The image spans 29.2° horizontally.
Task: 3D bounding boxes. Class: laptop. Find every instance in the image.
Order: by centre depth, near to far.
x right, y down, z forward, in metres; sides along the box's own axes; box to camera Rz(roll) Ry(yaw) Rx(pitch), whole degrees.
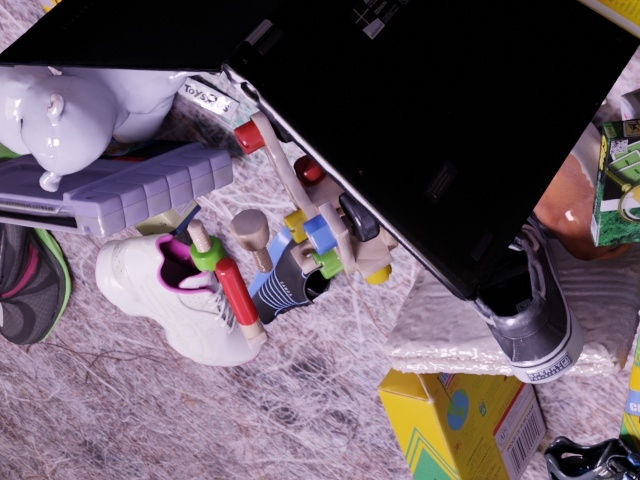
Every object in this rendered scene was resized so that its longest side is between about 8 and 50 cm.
[{"bbox_3d":[0.014,-0.177,1.095,0.408,0.382,0.236,43,146,-8],"label":"laptop"}]

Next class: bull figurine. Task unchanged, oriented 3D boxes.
[{"bbox_3d":[0.231,-0.107,1.224,0.188,0.101,0.310,-23,119,45],"label":"bull figurine"}]

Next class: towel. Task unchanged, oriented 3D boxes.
[{"bbox_3d":[0.218,0.074,1.345,0.282,0.187,0.049,-1,131,34],"label":"towel"}]

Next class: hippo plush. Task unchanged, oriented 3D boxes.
[{"bbox_3d":[-0.286,-0.158,1.510,0.294,0.236,0.234,29,144,14],"label":"hippo plush"}]

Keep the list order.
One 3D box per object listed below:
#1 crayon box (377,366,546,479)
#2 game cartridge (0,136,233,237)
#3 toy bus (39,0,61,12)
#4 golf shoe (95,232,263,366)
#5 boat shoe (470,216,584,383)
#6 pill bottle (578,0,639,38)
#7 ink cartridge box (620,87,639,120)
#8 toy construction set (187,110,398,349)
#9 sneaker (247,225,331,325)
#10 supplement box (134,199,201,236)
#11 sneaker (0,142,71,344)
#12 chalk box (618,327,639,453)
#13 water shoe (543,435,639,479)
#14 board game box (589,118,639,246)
[{"bbox_3d":[0.178,0.194,1.533,0.081,0.202,0.318,9,135,36],"label":"crayon box"},{"bbox_3d":[-0.310,-0.080,1.619,0.355,0.230,0.068,7,118,42],"label":"game cartridge"},{"bbox_3d":[-0.282,-0.384,1.256,0.130,0.108,0.332,18,148,31],"label":"toy bus"},{"bbox_3d":[-0.177,0.089,1.771,0.140,0.115,0.306,-22,136,38],"label":"golf shoe"},{"bbox_3d":[0.181,0.023,1.284,0.113,0.306,0.105,-29,119,14],"label":"boat shoe"},{"bbox_3d":[0.275,-0.235,1.028,0.215,0.117,0.117,33,145,6],"label":"pill bottle"},{"bbox_3d":[0.357,-0.076,1.124,0.145,0.045,0.179,-20,124,0],"label":"ink cartridge box"},{"bbox_3d":[0.000,0.000,1.405,0.257,0.309,0.237,24,149,33],"label":"toy construction set"},{"bbox_3d":[-0.040,0.064,1.680,0.090,0.081,0.232,40,145,10],"label":"sneaker"},{"bbox_3d":[-0.231,-0.047,1.745,0.083,0.056,0.083,48,144,-14],"label":"supplement box"},{"bbox_3d":[-0.526,0.015,1.951,0.185,0.202,0.482,26,143,18],"label":"sneaker"},{"bbox_3d":[0.423,0.109,1.233,0.180,0.179,0.289,20,142,24],"label":"chalk box"},{"bbox_3d":[0.319,0.247,1.263,0.203,0.073,0.080,-4,125,42],"label":"water shoe"},{"bbox_3d":[0.374,-0.063,1.087,0.260,0.030,0.136,-7,139,0],"label":"board game box"}]
